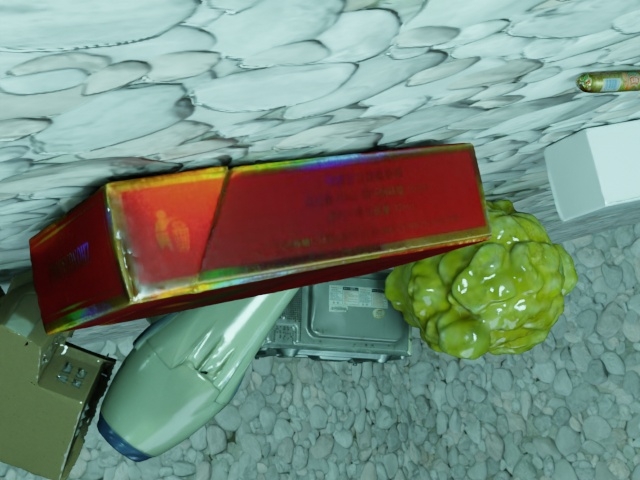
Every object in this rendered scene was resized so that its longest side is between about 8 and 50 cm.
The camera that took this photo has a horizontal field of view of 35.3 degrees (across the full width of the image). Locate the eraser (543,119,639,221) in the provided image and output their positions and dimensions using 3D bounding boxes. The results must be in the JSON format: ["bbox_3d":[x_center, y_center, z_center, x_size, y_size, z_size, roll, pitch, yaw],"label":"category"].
[{"bbox_3d":[0.372,-0.086,0.993,0.298,0.076,0.078,-11,174,-20],"label":"eraser"}]

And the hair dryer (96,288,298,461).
[{"bbox_3d":[-0.108,0.063,1.079,0.296,0.119,0.298,-39,-156,18],"label":"hair dryer"}]

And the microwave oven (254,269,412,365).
[{"bbox_3d":[0.001,0.113,1.522,0.240,0.145,0.194,7,172,-22],"label":"microwave oven"}]

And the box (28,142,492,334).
[{"bbox_3d":[-0.049,-0.003,0.799,0.313,0.089,0.197,-10,176,-32],"label":"box"}]

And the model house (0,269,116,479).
[{"bbox_3d":[-0.296,0.090,1.055,0.181,0.176,0.248,21,-152,-8],"label":"model house"}]

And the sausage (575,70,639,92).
[{"bbox_3d":[0.210,-0.110,0.693,0.100,0.015,0.015,-9,173,-36],"label":"sausage"}]

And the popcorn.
[{"bbox_3d":[0.226,0.059,1.369,0.241,0.235,0.250,-36,-165,-1],"label":"popcorn"}]
